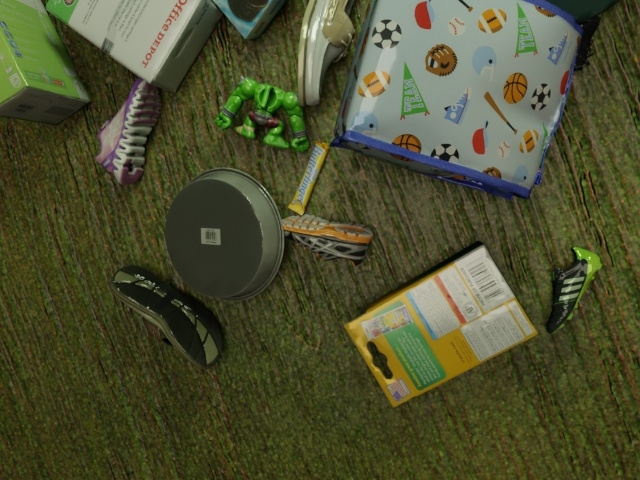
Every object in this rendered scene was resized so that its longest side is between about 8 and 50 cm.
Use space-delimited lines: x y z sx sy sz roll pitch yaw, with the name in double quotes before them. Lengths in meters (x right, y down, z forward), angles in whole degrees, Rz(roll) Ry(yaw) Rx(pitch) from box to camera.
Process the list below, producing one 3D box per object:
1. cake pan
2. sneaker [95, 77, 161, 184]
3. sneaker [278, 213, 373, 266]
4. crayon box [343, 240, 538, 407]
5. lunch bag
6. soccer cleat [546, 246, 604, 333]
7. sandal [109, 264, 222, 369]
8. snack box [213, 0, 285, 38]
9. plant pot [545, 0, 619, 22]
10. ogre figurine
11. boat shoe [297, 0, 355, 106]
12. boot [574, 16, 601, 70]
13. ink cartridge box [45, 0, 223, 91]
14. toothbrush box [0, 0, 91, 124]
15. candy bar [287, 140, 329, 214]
"cake pan" -0.217 -0.007 1.121 0.293 0.054 0.293 4 99 25
"sneaker" -0.432 -0.248 1.157 0.104 0.095 0.237 24 101 15
"sneaker" 0.000 0.000 1.104 0.214 0.084 0.083 12 116 16
"crayon box" 0.238 0.170 1.071 0.322 0.083 0.203 -31 89 12
"lunch bag" 0.245 -0.270 0.941 0.385 0.239 0.328 14 97 -7
"soccer cleat" 0.481 0.098 1.034 0.072 0.060 0.179 30 94 16
"sandal" -0.344 0.173 1.184 0.302 0.120 0.086 39 129 7
"snack box" -0.187 -0.595 1.053 0.322 0.060 0.187 51 124 3
"plant pot" 0.414 -0.545 0.859 0.292 0.235 0.293 -1 86 14
"ogre figurine" -0.110 -0.263 1.088 0.197 0.097 0.118 25 112 19
"boat shoe" 0.016 -0.406 1.024 0.103 0.113 0.303 8 86 -1
"boot" 0.458 -0.380 0.993 0.121 0.045 0.099 18 105 10
"ink cartridge box" -0.386 -0.483 1.103 0.289 0.121 0.211 37 101 5
"toothbrush box" -0.655 -0.408 1.121 0.122 0.206 0.283 -25 91 13
"candy bar" -0.024 -0.135 1.119 0.040 0.018 0.162 27 101 27
